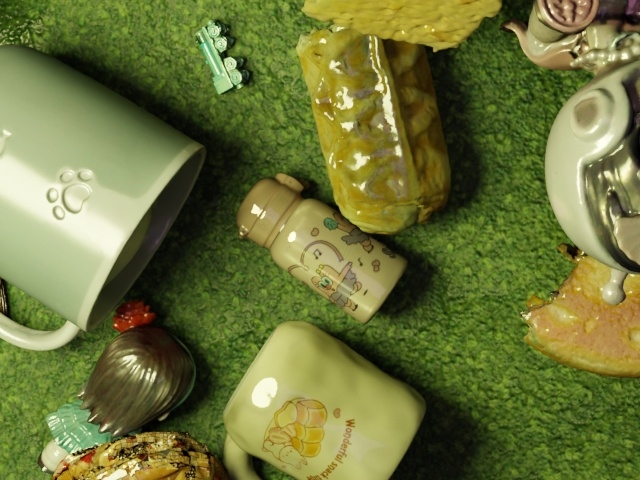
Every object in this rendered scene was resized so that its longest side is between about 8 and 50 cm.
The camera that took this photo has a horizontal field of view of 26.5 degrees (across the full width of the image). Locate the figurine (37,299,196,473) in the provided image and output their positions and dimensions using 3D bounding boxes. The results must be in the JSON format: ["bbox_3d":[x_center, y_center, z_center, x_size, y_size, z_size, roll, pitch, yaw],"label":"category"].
[{"bbox_3d":[-0.261,0.201,1.685,0.138,0.110,0.245,41,106,2],"label":"figurine"}]

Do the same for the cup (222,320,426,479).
[{"bbox_3d":[-0.012,0.226,1.661,0.202,0.255,0.173,32,56,-1],"label":"cup"}]

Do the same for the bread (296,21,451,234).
[{"bbox_3d":[0.069,-0.140,1.605,0.152,0.130,0.268,-14,96,-4],"label":"bread"}]

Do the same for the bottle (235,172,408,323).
[{"bbox_3d":[0.000,0.000,1.644,0.209,0.097,0.110,35,76,0],"label":"bottle"}]

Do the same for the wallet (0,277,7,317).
[{"bbox_3d":[-0.451,0.026,1.720,0.095,0.026,0.176,-8,94,12],"label":"wallet"}]

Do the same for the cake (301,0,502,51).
[{"bbox_3d":[0.099,-0.392,1.483,0.227,0.222,0.286,11,66,-15],"label":"cake"}]

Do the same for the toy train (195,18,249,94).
[{"bbox_3d":[-0.122,-0.224,1.662,0.045,0.029,0.092,-26,90,23],"label":"toy train"}]

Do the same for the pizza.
[{"bbox_3d":[0.377,0.050,1.623,0.289,0.081,0.229,-6,89,7],"label":"pizza"}]

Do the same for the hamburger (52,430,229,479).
[{"bbox_3d":[-0.217,0.328,1.655,0.231,0.107,0.231,-9,127,-13],"label":"hamburger"}]

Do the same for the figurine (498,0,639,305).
[{"bbox_3d":[0.349,-0.130,1.507,0.253,0.211,0.361,-10,72,-26],"label":"figurine"}]

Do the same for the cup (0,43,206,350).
[{"bbox_3d":[-0.338,-0.035,1.604,0.274,0.259,0.357,33,118,1],"label":"cup"}]
